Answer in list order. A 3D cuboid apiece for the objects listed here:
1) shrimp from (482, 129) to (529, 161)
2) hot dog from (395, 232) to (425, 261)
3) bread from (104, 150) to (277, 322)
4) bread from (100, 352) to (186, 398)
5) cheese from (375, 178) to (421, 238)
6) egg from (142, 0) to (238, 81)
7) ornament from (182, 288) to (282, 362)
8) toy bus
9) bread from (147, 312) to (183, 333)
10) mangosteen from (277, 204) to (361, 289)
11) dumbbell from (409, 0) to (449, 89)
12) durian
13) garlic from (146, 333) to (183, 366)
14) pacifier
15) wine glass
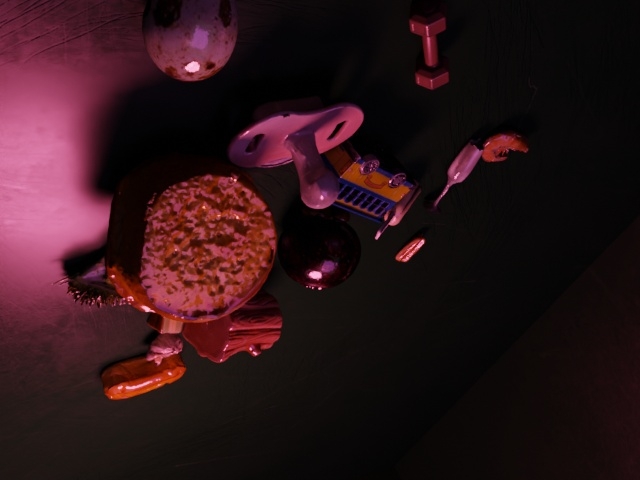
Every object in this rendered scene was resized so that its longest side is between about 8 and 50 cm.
[{"bbox_3d":[0.553,-0.284,2.268,0.187,0.052,0.132,9,149,-39],"label":"shrimp"},{"bbox_3d":[0.294,0.023,2.462,0.056,0.041,0.133,14,132,-39],"label":"hot dog"},{"bbox_3d":[-0.283,0.003,1.684,0.398,0.215,0.398,-9,110,-27],"label":"bread"},{"bbox_3d":[-0.520,0.398,2.223,0.245,0.094,0.102,-14,149,-27],"label":"bread"},{"bbox_3d":[0.209,-0.077,2.121,0.251,0.054,0.127,-49,168,-49],"label":"cheese"},{"bbox_3d":[-0.228,-0.394,1.336,0.169,0.169,0.231,-7,130,-34],"label":"egg"},{"bbox_3d":[-0.235,0.230,2.130,0.217,0.221,0.235,3,142,-48],"label":"ornament"},{"bbox_3d":[0.101,-0.167,1.946,0.175,0.138,0.287,-46,145,19],"label":"toy bus"},{"bbox_3d":[-0.421,0.179,2.085,0.074,0.084,0.139,2,104,-41],"label":"bread"},{"bbox_3d":[0.000,0.000,2.040,0.228,0.228,0.266,6,94,-45],"label":"mangosteen"},{"bbox_3d":[0.254,-0.452,1.743,0.082,0.092,0.231,-54,154,-20],"label":"dumbbell"},{"bbox_3d":[-0.449,0.052,1.834,0.351,0.158,0.169,-33,113,0],"label":"durian"},{"bbox_3d":[-0.450,0.306,2.169,0.113,0.074,0.094,-44,-167,-28],"label":"garlic"},{"bbox_3d":[-0.046,-0.215,1.693,0.332,0.273,0.221,-14,127,-28],"label":"pacifier"},{"bbox_3d":[0.398,-0.190,2.236,0.074,0.074,0.262,0,134,-40],"label":"wine glass"}]
